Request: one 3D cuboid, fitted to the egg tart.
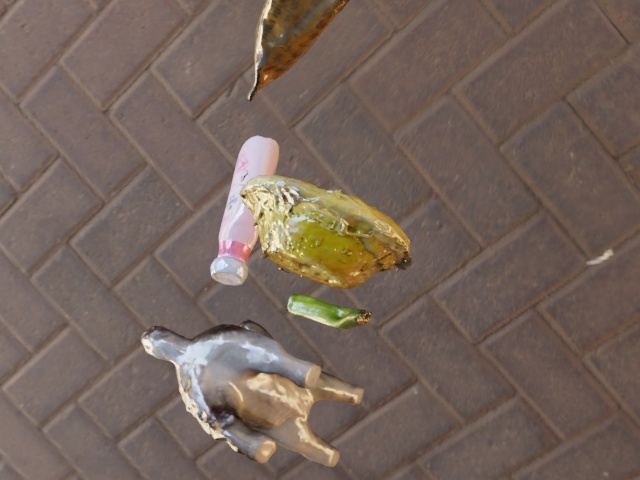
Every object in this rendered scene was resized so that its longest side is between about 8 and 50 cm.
[{"bbox_3d":[0.000,0.000,1.267,0.295,0.295,0.116,22,75,5],"label":"egg tart"}]

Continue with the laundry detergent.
[{"bbox_3d":[-0.169,-0.063,1.787,0.088,0.335,0.159,19,153,-13],"label":"laundry detergent"}]

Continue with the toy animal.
[{"bbox_3d":[-0.120,0.236,1.357,0.303,0.344,0.194,22,79,26],"label":"toy animal"}]

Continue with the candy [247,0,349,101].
[{"bbox_3d":[-0.031,-0.308,1.086,0.101,0.143,0.271,29,141,-9],"label":"candy"}]

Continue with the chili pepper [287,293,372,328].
[{"bbox_3d":[0.019,0.128,1.431,0.202,0.052,0.050,8,114,48],"label":"chili pepper"}]
